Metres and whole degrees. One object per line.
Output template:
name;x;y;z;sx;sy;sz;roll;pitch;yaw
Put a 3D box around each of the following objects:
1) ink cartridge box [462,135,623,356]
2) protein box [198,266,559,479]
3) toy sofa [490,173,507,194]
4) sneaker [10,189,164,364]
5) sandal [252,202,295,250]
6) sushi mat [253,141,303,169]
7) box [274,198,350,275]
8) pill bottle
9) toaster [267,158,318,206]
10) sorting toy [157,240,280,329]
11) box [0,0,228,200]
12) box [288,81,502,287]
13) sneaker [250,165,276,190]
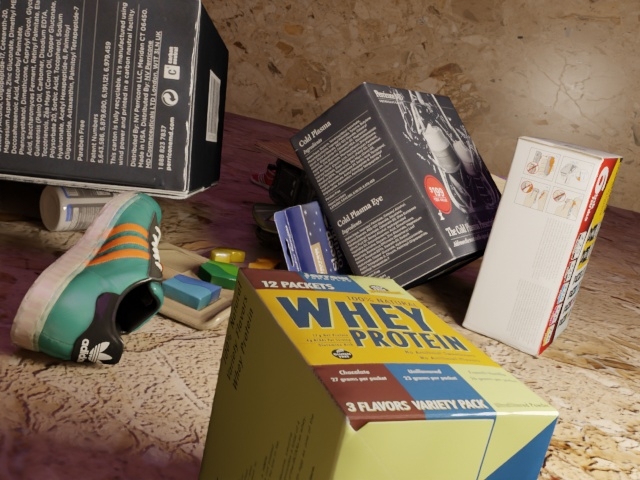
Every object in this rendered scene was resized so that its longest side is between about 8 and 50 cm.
ink cartridge box;0.376;-0.004;1.068;0.130;0.310;0.272;21;18;28
protein box;0.016;0.149;0.439;0.136;0.200;0.201;6;16;-24
toy sofa;0.537;-0.086;1.752;0.362;0.177;0.150;8;16;-12
sneaker;-0.237;0.044;0.781;0.121;0.108;0.302;23;31;-4
sandal;-0.073;-0.024;1.239;0.120;0.086;0.303;5;1;-6
sushi mat;0.002;-0.167;1.425;0.151;0.019;0.316;-7;27;-44
box;0.000;0.000;1.095;0.036;0.136;0.225;-13;5;25
pill bottle;-0.389;-0.057;1.093;0.078;0.078;0.137;24;19;38
toaster;-0.022;-0.121;1.532;0.146;0.129;0.227;8;17;-32
sorting toy;-0.184;0.041;0.974;0.229;0.041;0.307;17;16;15
box;-0.419;-0.249;1.122;0.471;0.297;0.480;4;7;-4
box;0.163;-0.090;1.155;0.343;0.179;0.313;-12;72;-56
sneaker;-0.143;-0.176;1.741;0.042;0.067;0.118;-1;20;-42
